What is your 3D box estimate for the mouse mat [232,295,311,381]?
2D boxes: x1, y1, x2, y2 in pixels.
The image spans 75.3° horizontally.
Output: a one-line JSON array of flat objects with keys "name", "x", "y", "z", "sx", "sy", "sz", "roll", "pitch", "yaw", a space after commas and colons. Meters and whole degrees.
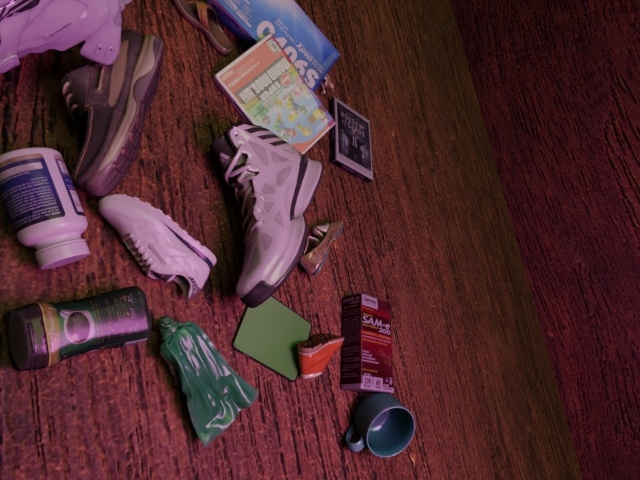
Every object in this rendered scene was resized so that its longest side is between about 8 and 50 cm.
[{"name": "mouse mat", "x": -0.101, "y": 0.210, "z": 0.928, "sx": 0.190, "sy": 0.007, "sz": 0.152, "roll": 40, "pitch": 49, "yaw": -28}]

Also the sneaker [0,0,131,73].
[{"name": "sneaker", "x": -0.439, "y": -0.304, "z": 0.614, "sx": 0.137, "sy": 0.365, "sz": 0.210, "roll": 43, "pitch": 5, "yaw": 13}]

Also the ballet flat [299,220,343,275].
[{"name": "ballet flat", "x": 0.000, "y": 0.000, "z": 1.076, "sx": 0.067, "sy": 0.073, "sz": 0.206, "roll": 39, "pitch": 44, "yaw": -10}]

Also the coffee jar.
[{"name": "coffee jar", "x": -0.363, "y": 0.130, "z": 0.630, "sx": 0.185, "sy": 0.079, "sz": 0.096, "roll": -6, "pitch": 82, "yaw": -48}]

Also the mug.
[{"name": "mug", "x": 0.137, "y": 0.438, "z": 1.005, "sx": 0.158, "sy": 0.097, "sz": 0.129, "roll": 14, "pitch": 93, "yaw": -22}]

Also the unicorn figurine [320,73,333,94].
[{"name": "unicorn figurine", "x": -0.023, "y": -0.522, "z": 1.278, "sx": 0.162, "sy": 0.060, "sz": 0.111, "roll": 18, "pitch": 60, "yaw": -59}]

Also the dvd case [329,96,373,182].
[{"name": "dvd case", "x": 0.100, "y": -0.324, "z": 1.339, "sx": 0.179, "sy": 0.030, "sz": 0.238, "roll": 19, "pitch": 61, "yaw": -41}]

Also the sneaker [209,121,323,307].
[{"name": "sneaker", "x": -0.160, "y": -0.083, "z": 0.901, "sx": 0.258, "sy": 0.169, "sz": 0.447, "roll": 34, "pitch": 44, "yaw": -22}]

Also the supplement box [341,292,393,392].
[{"name": "supplement box", "x": 0.123, "y": 0.271, "z": 1.089, "sx": 0.130, "sy": 0.073, "sz": 0.239, "roll": 23, "pitch": 58, "yaw": -39}]

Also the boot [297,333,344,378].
[{"name": "boot", "x": 0.002, "y": 0.271, "z": 0.984, "sx": 0.158, "sy": 0.059, "sz": 0.084, "roll": -8, "pitch": 98, "yaw": -52}]

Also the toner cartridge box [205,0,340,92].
[{"name": "toner cartridge box", "x": -0.119, "y": -0.567, "z": 1.124, "sx": 0.348, "sy": 0.075, "sz": 0.165, "roll": 38, "pitch": 78, "yaw": -30}]

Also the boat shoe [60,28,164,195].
[{"name": "boat shoe", "x": -0.385, "y": -0.239, "z": 0.745, "sx": 0.130, "sy": 0.132, "sz": 0.355, "roll": 14, "pitch": 59, "yaw": -18}]

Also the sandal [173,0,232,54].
[{"name": "sandal", "x": -0.278, "y": -0.541, "z": 1.015, "sx": 0.180, "sy": 0.049, "sz": 0.072, "roll": 45, "pitch": 47, "yaw": -24}]

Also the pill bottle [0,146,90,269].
[{"name": "pill bottle", "x": -0.418, "y": -0.046, "z": 0.632, "sx": 0.094, "sy": 0.094, "sz": 0.169, "roll": -21, "pitch": 90, "yaw": -48}]

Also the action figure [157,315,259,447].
[{"name": "action figure", "x": -0.222, "y": 0.231, "z": 0.749, "sx": 0.137, "sy": 0.064, "sz": 0.232, "roll": -41, "pitch": 108, "yaw": -45}]

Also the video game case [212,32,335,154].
[{"name": "video game case", "x": -0.110, "y": -0.360, "z": 1.079, "sx": 0.204, "sy": 0.025, "sz": 0.285, "roll": -48, "pitch": 112, "yaw": -21}]

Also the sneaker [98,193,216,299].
[{"name": "sneaker", "x": -0.299, "y": 0.011, "z": 0.747, "sx": 0.235, "sy": 0.090, "sz": 0.094, "roll": 41, "pitch": 58, "yaw": -26}]
